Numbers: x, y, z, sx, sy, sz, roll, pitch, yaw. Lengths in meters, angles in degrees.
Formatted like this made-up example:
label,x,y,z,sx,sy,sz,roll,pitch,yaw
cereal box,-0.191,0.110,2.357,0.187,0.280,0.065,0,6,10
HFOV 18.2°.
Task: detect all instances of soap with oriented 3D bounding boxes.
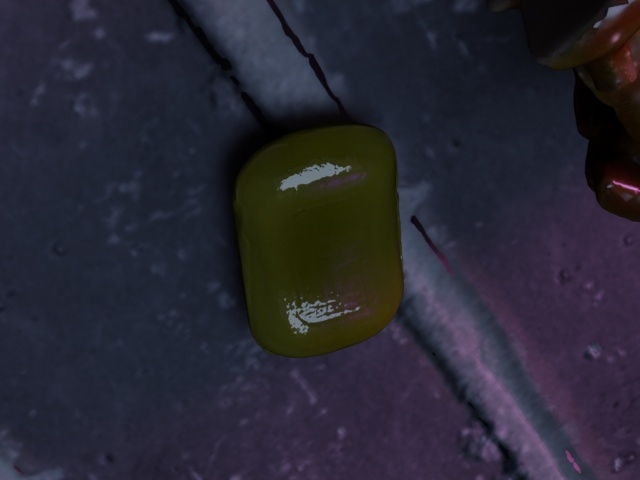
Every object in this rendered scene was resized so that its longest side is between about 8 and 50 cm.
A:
label,x,y,z,sx,sy,sz,roll,pitch,yaw
soap,0.000,-0.001,1.022,0.089,0.045,0.140,-18,128,-17

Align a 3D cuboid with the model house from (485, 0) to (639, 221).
label,x,y,z,sx,sy,sz,roll,pitch,yaw
model house,0.207,-0.118,0.950,0.219,0.199,0.229,-34,128,16
